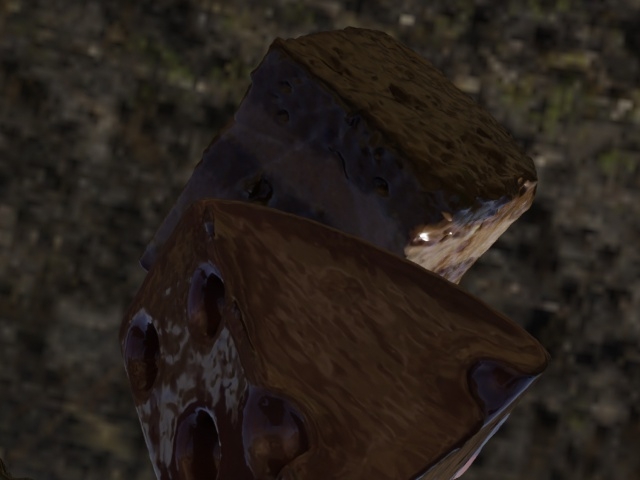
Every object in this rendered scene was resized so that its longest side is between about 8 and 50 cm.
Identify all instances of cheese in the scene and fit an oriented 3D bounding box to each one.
[{"bbox_3d":[0.021,0.085,0.978,0.177,0.203,0.128,1,138,-30],"label":"cheese"}]

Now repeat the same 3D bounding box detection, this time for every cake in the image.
[{"bbox_3d":[0.000,0.000,1.536,0.198,0.293,0.196,43,-156,12],"label":"cake"}]

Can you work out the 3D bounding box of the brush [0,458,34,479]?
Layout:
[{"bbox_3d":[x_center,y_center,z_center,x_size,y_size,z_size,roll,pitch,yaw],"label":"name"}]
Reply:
[{"bbox_3d":[-0.260,0.104,1.034,0.301,0.084,0.071,30,-158,19],"label":"brush"}]
